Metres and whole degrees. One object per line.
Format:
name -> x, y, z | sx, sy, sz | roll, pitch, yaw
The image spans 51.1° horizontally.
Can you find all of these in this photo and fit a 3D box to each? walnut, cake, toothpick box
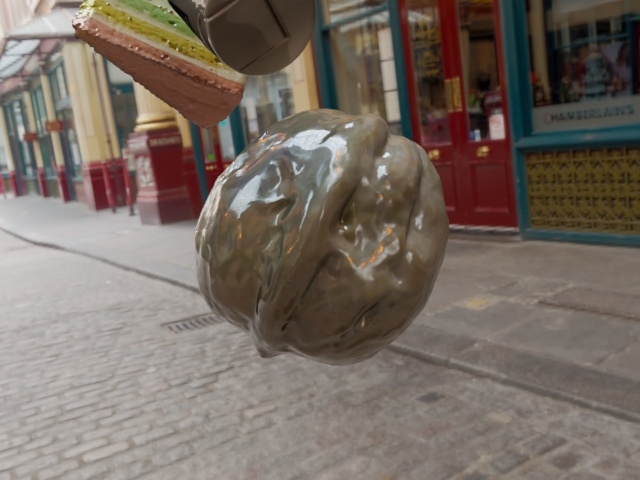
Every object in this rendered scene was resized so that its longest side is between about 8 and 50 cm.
walnut -> 0.000, 0.000, 0.574 | 0.224, 0.224, 0.224 | -7, 8, 1
cake -> -0.176, -0.233, 0.792 | 0.090, 0.109, 0.225 | -16, -30, 30
toothpick box -> -0.088, -0.246, 0.670 | 0.111, 0.111, 0.181 | -11, 36, -22
